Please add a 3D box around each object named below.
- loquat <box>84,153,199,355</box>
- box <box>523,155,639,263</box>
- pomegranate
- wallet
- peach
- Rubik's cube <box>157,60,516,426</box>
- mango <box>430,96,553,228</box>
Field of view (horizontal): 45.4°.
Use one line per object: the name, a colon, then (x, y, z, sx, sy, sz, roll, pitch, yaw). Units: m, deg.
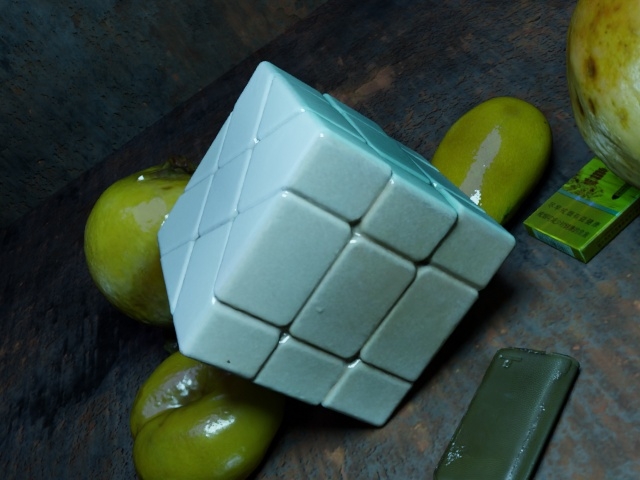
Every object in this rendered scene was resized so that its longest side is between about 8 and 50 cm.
loquat: (-0.241, 0.033, 1.342, 0.328, 0.360, 0.328, 2, 13, -1)
box: (0.393, -0.061, 1.067, 0.193, 0.030, 0.121, -41, 31, -6)
pomegranate: (0.482, -0.185, 0.862, 0.410, 0.410, 0.410, -26, 33, 18)
wallet: (0.216, 0.212, 0.886, 0.110, 0.031, 0.198, 1, 48, 47)
peach: (-0.162, 0.252, 1.106, 0.251, 0.153, 0.251, -28, 38, 24)
Rubik's cube: (0.000, 0.000, 1.027, 0.319, 0.315, 0.322, -56, 30, 14)
mango: (0.247, -0.107, 1.173, 0.255, 0.139, 0.175, -54, 28, -14)
